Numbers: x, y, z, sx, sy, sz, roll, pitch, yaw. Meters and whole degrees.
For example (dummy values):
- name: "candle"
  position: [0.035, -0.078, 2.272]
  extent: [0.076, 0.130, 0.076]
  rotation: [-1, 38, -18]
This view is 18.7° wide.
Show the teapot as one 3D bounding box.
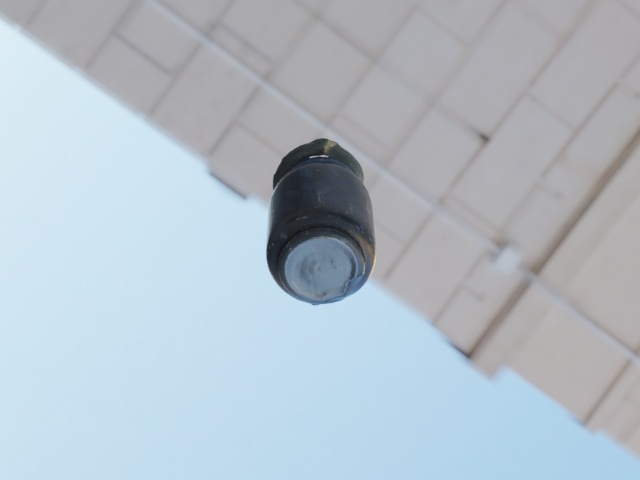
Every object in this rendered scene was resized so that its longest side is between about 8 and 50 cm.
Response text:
- name: "teapot"
  position: [0.004, -0.002, 0.879]
  extent: [0.049, 0.063, 0.083]
  rotation: [-23, -153, 13]
